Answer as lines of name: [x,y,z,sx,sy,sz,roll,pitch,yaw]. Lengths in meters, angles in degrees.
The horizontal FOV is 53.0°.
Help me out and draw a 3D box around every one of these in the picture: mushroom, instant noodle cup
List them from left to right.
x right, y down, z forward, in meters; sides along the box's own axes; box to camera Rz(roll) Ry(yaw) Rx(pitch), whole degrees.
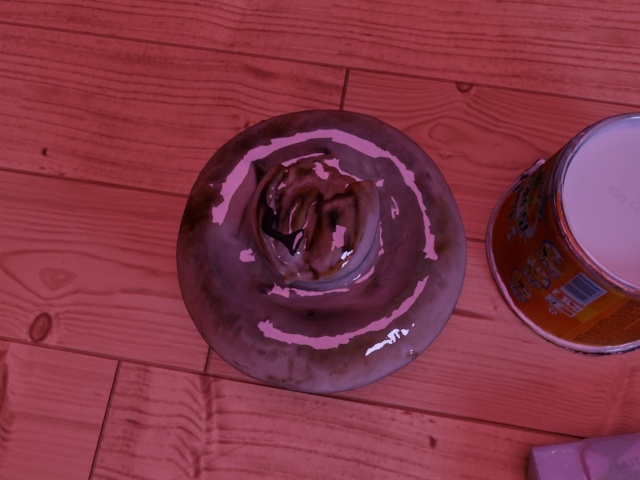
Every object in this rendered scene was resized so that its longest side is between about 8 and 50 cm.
mushroom: [0.000,0.000,0.780,0.362,0.294,0.362,-1,72,2]
instant noodle cup: [0.377,-0.011,0.811,0.296,0.214,0.296,0,73,1]

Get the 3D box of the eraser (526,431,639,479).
eraser: [0.464,0.335,0.764,0.397,0.082,0.213,-7,60,0]
